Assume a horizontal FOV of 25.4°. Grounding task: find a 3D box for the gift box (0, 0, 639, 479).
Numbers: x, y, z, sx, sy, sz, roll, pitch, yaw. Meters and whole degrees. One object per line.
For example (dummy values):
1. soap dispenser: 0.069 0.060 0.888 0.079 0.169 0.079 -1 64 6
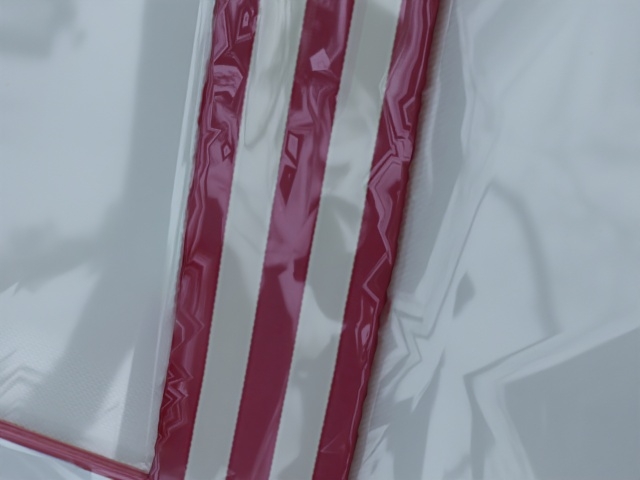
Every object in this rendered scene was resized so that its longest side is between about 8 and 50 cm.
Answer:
1. gift box: 0.000 0.000 0.443 0.255 0.276 0.258 18 112 17
